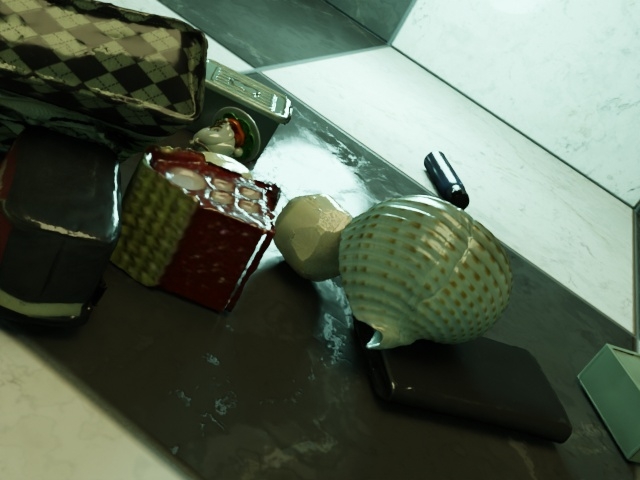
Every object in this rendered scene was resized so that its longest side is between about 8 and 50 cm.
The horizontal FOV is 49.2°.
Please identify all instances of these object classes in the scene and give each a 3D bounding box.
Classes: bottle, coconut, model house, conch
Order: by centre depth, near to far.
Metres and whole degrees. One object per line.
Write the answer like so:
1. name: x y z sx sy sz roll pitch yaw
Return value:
1. model house: -0.214 -0.028 1.101 0.253 0.196 0.160 20 32 -20
2. conch: 0.191 0.046 1.209 0.303 0.215 0.319 53 34 2
3. coconut: -0.001 -0.002 1.306 0.161 0.161 0.162 -1 34 -46
4. bottle: 0.371 -0.173 2.056 0.072 0.082 0.244 -19 37 2

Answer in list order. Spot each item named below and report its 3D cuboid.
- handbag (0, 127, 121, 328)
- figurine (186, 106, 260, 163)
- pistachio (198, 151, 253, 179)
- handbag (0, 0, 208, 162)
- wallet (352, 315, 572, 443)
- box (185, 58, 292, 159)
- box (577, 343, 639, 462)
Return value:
1. handbag: -0.367 -0.015 0.939 0.181 0.181 0.254 14 33 -28
2. figurine: -0.216 -0.199 1.478 0.132 0.132 0.153 37 40 9
3. pistachio: -0.209 -0.089 1.300 0.200 0.117 0.145 -7 84 -60
4. handbag: -0.397 -0.221 1.057 0.316 0.416 0.180 5 82 -33
5. wallet: 0.259 0.244 1.280 0.406 0.062 0.228 18 31 -23
6. box: -0.200 -0.300 1.621 0.243 0.135 0.163 23 28 -14
7. box: 0.698 0.358 1.473 0.225 0.117 0.225 18 30 -23
